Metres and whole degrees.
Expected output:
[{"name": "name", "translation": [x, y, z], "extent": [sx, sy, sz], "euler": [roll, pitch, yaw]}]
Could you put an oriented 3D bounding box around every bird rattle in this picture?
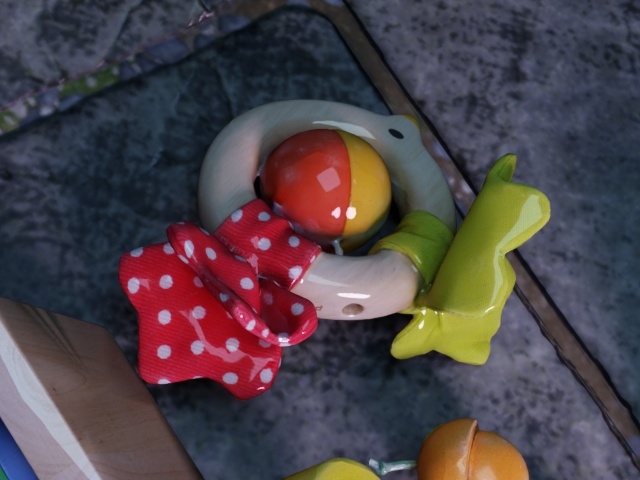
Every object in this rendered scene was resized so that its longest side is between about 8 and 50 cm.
[{"name": "bird rattle", "translation": [0.000, 0.000, 0.992], "extent": [0.254, 0.143, 0.207], "euler": [-5, 49, -11]}]

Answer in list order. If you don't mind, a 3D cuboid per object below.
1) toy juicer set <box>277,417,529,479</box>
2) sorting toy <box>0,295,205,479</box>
[{"name": "toy juicer set", "translation": [0.107, 0.254, 0.917], "extent": [0.209, 0.089, 0.329], "euler": [-18, 73, -42]}, {"name": "sorting toy", "translation": [-0.103, 0.165, 0.811], "extent": [0.089, 0.257, 0.255], "euler": [-34, 82, 1]}]
